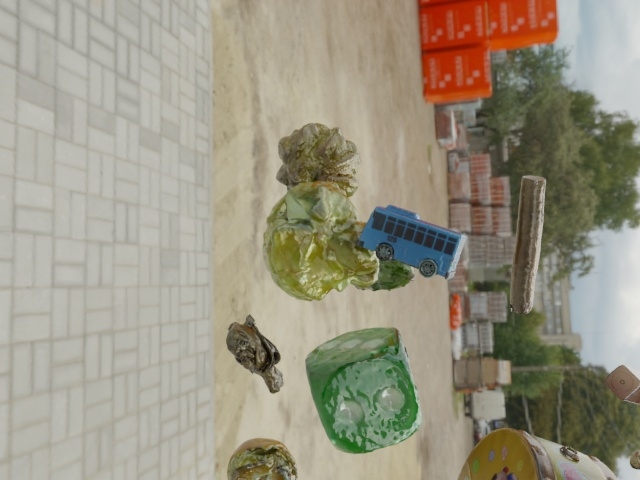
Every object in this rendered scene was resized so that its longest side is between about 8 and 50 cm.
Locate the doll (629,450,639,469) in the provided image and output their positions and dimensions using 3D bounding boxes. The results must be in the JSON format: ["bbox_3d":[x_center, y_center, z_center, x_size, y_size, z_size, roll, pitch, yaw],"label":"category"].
[{"bbox_3d":[0.759,0.417,1.069,0.247,0.350,0.247,41,35,-36],"label":"doll"}]

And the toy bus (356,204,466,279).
[{"bbox_3d":[0.171,0.002,1.111,0.090,0.185,0.106,-3,112,-70],"label":"toy bus"}]

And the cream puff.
[{"bbox_3d":[-0.011,-0.196,1.603,0.196,0.244,0.243,-3,97,-30],"label":"cream puff"}]

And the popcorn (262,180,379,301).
[{"bbox_3d":[0.004,0.000,1.281,0.225,0.277,0.276,-169,-105,-82],"label":"popcorn"}]

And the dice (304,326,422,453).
[{"bbox_3d":[0.132,0.437,1.767,0.297,0.300,0.286,-98,171,-85],"label":"dice"}]

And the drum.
[{"bbox_3d":[0.458,0.640,1.289,0.431,0.214,0.430,-159,-90,-85],"label":"drum"}]

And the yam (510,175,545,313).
[{"bbox_3d":[0.370,0.014,1.059,0.046,0.046,0.263,-55,145,-67],"label":"yam"}]

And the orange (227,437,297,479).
[{"bbox_3d":[-0.133,0.511,1.352,0.112,0.160,0.169,-106,-161,-63],"label":"orange"}]

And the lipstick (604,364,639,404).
[{"bbox_3d":[0.516,0.238,0.965,0.145,0.045,0.045,21,22,-44],"label":"lipstick"}]

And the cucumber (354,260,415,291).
[{"bbox_3d":[0.180,0.082,1.595,0.244,0.134,0.134,7,-76,63],"label":"cucumber"}]

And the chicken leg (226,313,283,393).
[{"bbox_3d":[-0.123,0.241,1.218,0.196,0.081,0.125,57,-7,-19],"label":"chicken leg"}]
